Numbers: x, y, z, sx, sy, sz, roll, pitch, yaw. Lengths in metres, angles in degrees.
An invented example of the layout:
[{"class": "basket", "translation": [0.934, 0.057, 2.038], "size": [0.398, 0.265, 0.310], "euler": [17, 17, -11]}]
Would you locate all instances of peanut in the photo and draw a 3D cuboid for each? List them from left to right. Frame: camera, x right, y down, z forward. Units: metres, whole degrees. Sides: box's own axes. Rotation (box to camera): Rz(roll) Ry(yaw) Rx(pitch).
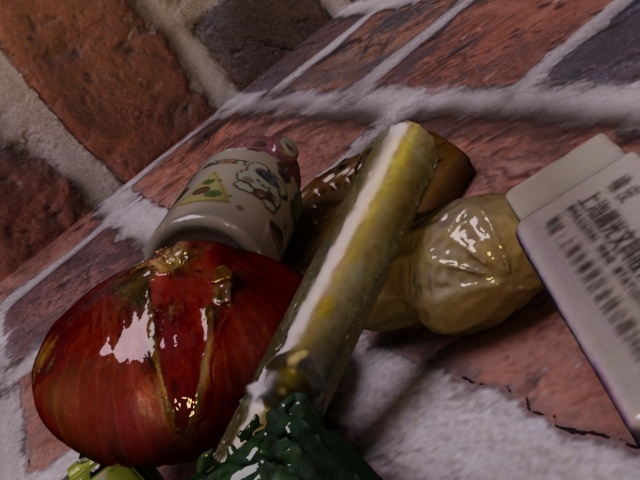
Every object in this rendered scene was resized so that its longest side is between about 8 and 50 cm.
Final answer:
[{"class": "peanut", "translation": [0.087, 0.024, 0.798], "size": [0.214, 0.090, 0.099], "euler": [-14, 72, 57]}]

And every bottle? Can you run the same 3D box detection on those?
[{"class": "bottle", "translation": [-0.081, -0.026, 1.054], "size": [0.120, 0.120, 0.253], "euler": [-29, 19, 24]}]

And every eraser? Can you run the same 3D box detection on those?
[{"class": "eraser", "translation": [0.169, 0.048, 0.507], "size": [0.081, 0.124, 0.279], "euler": [-34, 17, 10]}]

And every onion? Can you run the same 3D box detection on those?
[{"class": "onion", "translation": [-0.104, 0.085, 0.845], "size": [0.248, 0.161, 0.248], "euler": [-6, -4, 0]}]

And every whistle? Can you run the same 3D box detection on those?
[{"class": "whistle", "translation": [-0.003, 0.064, 0.735], "size": [0.068, 0.057, 0.326], "euler": [111, -176, -73]}]

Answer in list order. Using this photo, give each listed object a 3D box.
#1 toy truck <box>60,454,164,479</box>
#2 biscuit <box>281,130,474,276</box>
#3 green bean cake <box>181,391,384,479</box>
[{"class": "toy truck", "translation": [-0.200, 0.233, 0.835], "size": [0.169, 0.077, 0.100], "euler": [-38, 16, -6]}, {"class": "biscuit", "translation": [-0.001, 0.000, 1.110], "size": [0.359, 0.046, 0.359], "euler": [-35, 16, 12]}, {"class": "green bean cake", "translation": [-0.061, 0.195, 0.566], "size": [0.208, 0.107, 0.193], "euler": [-38, 17, 8]}]
